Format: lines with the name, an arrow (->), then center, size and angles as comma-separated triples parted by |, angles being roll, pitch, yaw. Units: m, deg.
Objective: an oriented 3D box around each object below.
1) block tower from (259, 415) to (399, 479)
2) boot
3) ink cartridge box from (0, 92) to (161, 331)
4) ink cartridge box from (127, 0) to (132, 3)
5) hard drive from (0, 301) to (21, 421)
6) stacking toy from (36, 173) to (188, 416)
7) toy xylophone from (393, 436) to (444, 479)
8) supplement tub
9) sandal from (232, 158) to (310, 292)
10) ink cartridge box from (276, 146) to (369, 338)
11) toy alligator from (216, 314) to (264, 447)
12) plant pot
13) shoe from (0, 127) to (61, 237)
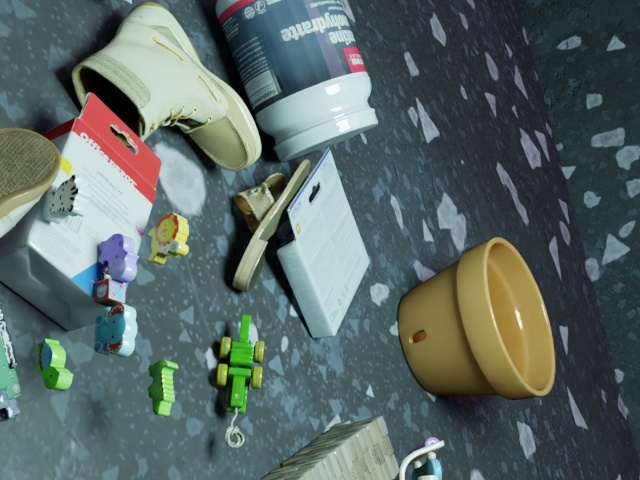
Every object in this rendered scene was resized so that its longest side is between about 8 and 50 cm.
block tower -> -0.002, 0.327, 1.238 | 0.335, 0.097, 0.091 | -20, 90, -63
boot -> -0.193, -0.161, 1.213 | 0.262, 0.095, 0.203 | 55, 31, -22
ink cartridge box -> -0.264, -0.035, 1.029 | 0.134, 0.078, 0.231 | 47, 36, -36
ink cartridge box -> -0.334, -0.414, 1.181 | 0.206, 0.045, 0.208 | 17, 56, -55
hard drive -> -0.393, 0.013, 0.791 | 0.237, 0.064, 0.339 | -7, 78, -61
stacking toy -> -0.202, 0.056, 0.947 | 0.167, 0.052, 0.221 | 26, 55, -52
toy xylophone -> 0.157, 0.448, 1.346 | 0.081, 0.236, 0.323 | -1, 75, -13
supplement tub -> -0.035, -0.279, 1.463 | 0.191, 0.191, 0.272 | -24, 93, -61
sandal -> -0.092, -0.040, 1.339 | 0.088, 0.079, 0.240 | 104, 9, -57
ink cartridge box -> 0.000, 0.000, 1.461 | 0.223, 0.045, 0.224 | -59, 135, -55
toy alligator -> -0.105, 0.185, 1.199 | 0.051, 0.056, 0.190 | 101, -6, -54
plant pot -> 0.276, 0.163, 1.710 | 0.291, 0.203, 0.291 | 39, 40, -43
shoe -> -0.310, -0.038, 0.855 | 0.076, 0.058, 0.219 | 41, 31, -10
